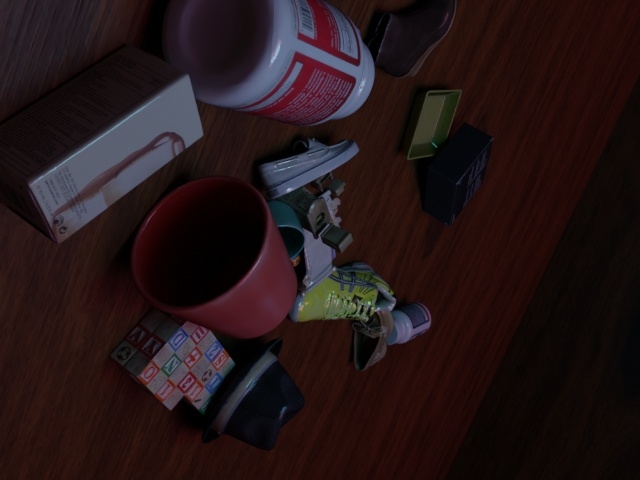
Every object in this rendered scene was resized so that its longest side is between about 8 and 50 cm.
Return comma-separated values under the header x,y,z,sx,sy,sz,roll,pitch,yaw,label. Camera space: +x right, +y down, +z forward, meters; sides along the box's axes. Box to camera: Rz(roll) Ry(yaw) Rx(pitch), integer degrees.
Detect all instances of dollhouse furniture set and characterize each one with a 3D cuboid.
x,y,z,sx,sy,sz,roll,pitch,yaw,label
0.016,-0.094,1.745,0.161,0.182,0.101,-49,147,-20,dollhouse furniture set

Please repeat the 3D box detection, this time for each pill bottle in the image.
x,y,z,sx,sy,sz,roll,pitch,yaw,label
-0.065,-0.321,1.375,0.408,0.229,0.229,0,115,-63,pill bottle
0.256,0.262,2.476,0.180,0.108,0.107,-15,127,-51,pill bottle

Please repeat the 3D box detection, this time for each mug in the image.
x,y,z,sx,sy,sz,roll,pitch,yaw,label
-0.119,-0.024,1.673,0.158,0.097,0.129,7,134,-32,mug

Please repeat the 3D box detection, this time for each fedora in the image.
x,y,z,sx,sy,sz,roll,pitch,yaw,label
-0.132,0.385,1.854,0.334,0.153,0.334,-53,171,-12,fedora

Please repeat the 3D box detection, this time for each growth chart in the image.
x,y,z,sx,sy,sz,roll,pitch,yaw,label
0.000,0.000,1.900,0.172,0.021,0.237,-32,127,-49,growth chart

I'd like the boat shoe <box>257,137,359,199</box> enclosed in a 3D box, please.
x,y,z,sx,sy,sz,roll,pitch,yaw,label
-0.026,-0.177,1.709,0.268,0.096,0.088,-31,100,-32,boat shoe

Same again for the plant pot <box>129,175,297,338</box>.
x,y,z,sx,sy,sz,roll,pitch,yaw,label
-0.174,0.053,1.486,0.275,0.275,0.243,-54,147,-12,plant pot

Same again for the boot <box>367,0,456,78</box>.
x,y,z,sx,sy,sz,roll,pitch,yaw,label
0.208,-0.488,1.795,0.207,0.090,0.248,0,118,-59,boot

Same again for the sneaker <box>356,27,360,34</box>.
x,y,z,sx,sy,sz,roll,pitch,yaw,label
0.028,-0.391,1.638,0.144,0.059,0.053,-59,152,-2,sneaker

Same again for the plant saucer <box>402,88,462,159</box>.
x,y,z,sx,sy,sz,roll,pitch,yaw,label
0.286,-0.315,2.103,0.188,0.045,0.188,-16,127,-51,plant saucer

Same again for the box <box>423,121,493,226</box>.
x,y,z,sx,sy,sz,roll,pitch,yaw,label
0.388,-0.183,2.261,0.184,0.103,0.261,-53,162,-19,box

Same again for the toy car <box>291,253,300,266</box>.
x,y,z,sx,sy,sz,roll,pitch,yaw,label
-0.041,0.028,1.900,0.122,0.041,0.060,-28,136,-43,toy car

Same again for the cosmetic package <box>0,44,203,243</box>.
x,y,z,sx,sy,sz,roll,pitch,yaw,label
-0.340,-0.151,1.196,0.296,0.153,0.129,-42,146,-27,cosmetic package

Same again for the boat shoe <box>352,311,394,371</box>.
x,y,z,sx,sy,sz,roll,pitch,yaw,label
0.148,0.278,2.329,0.089,0.105,0.285,-42,146,-34,boat shoe

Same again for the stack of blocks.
x,y,z,sx,sy,sz,roll,pitch,yaw,label
-0.294,0.261,1.667,0.171,0.087,0.297,-50,148,-18,stack of blocks

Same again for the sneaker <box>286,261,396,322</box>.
x,y,z,sx,sy,sz,roll,pitch,yaw,label
0.061,0.140,2.044,0.385,0.147,0.145,-13,127,-51,sneaker
